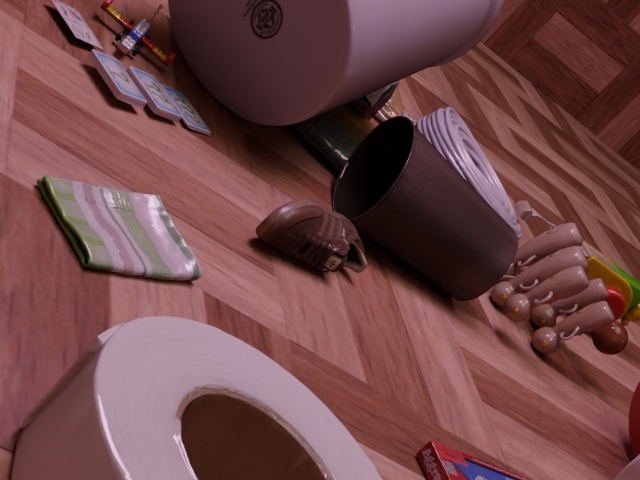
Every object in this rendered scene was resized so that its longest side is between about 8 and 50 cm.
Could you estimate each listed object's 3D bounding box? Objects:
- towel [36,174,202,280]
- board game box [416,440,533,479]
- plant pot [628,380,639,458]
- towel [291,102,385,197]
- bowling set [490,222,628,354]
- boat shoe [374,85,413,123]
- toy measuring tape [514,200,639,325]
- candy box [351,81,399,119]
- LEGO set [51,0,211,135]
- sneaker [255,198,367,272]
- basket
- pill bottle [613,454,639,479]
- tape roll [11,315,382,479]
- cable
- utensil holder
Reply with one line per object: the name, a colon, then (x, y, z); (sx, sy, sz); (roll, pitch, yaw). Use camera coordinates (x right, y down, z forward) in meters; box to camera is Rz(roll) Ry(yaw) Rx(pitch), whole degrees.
towel: (-0.184, -0.012, 1.103); (0.152, 0.023, 0.113); (11, 37, -56)
board game box: (0.224, 0.306, 1.238); (0.281, 0.027, 0.145); (27, 27, -39)
plant pot: (0.577, 0.234, 1.574); (0.275, 0.275, 0.243); (50, -16, 17)
towel: (0.015, -0.178, 1.801); (0.370, 0.040, 0.271); (44, 20, -2)
bowling set: (0.358, 0.112, 1.770); (0.200, 0.154, 0.287); (61, 17, -7)
boat shoe: (0.115, -0.259, 2.099); (0.190, 0.072, 0.068); (45, 20, 2)
toy measuring tape: (0.427, 0.059, 2.002); (0.330, 0.121, 0.121); (33, 22, -23)
candy box: (0.018, -0.305, 1.932); (0.233, 0.071, 0.159); (43, -5, 2)
LEGO set: (-0.231, -0.245, 1.438); (0.244, 0.060, 0.182); (54, 19, 28)
sneaker: (0.000, 0.000, 1.367); (0.071, 0.066, 0.188); (53, 22, 22)
basket: (0.149, -0.033, 1.609); (0.227, 0.154, 0.204); (39, 26, -22)
pill bottle: (0.494, 0.376, 1.407); (0.301, 0.169, 0.169); (53, 22, 25)
tape roll: (-0.068, 0.187, 0.811); (0.286, 0.100, 0.286); (37, 21, -17)
cable: (0.234, -0.093, 1.906); (0.257, 0.089, 0.257); (51, 17, -24)
utensil holder: (0.029, -0.352, 1.615); (0.327, 0.328, 0.385); (47, 42, 10)
